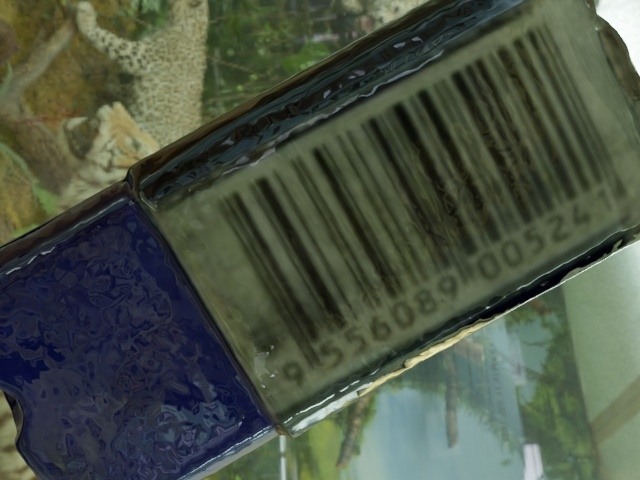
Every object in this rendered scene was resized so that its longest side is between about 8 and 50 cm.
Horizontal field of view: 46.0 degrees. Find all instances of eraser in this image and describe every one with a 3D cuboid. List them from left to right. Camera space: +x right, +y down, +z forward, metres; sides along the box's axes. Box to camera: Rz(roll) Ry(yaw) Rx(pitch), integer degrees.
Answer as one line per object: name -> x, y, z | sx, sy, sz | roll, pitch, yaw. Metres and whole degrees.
eraser -> 0.000, 0.000, 0.380 | 0.155, 0.332, 0.101 | 61, -1, -8
